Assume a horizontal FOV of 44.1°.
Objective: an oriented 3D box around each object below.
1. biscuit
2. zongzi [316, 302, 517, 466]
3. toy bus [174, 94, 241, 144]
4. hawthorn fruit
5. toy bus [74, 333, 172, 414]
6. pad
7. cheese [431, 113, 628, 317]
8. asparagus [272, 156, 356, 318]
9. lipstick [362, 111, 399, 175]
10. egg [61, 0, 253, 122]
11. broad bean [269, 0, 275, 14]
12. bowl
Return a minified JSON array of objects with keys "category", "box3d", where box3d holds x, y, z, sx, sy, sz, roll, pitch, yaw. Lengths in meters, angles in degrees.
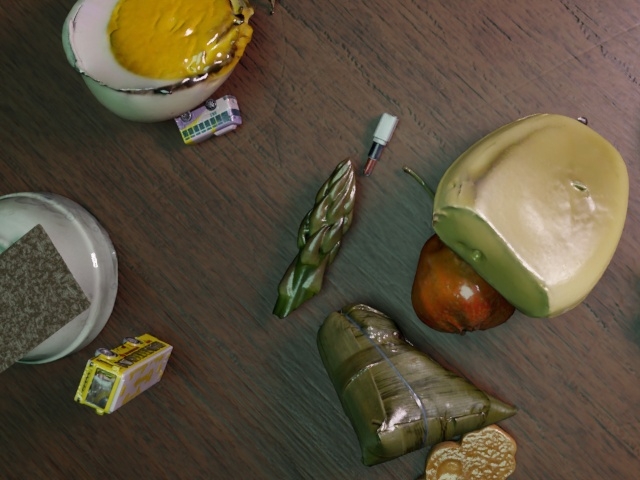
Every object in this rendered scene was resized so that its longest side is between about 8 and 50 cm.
[{"category":"biscuit","box3d":[0.223,0.396,1.258,0.144,0.040,0.236,34,96,2]},{"category":"zongzi","box3d":[0.148,0.200,1.241,0.275,0.125,0.250,-10,57,-25]},{"category":"toy bus","box3d":[-0.184,-0.200,1.318,0.102,0.052,0.058,-21,90,14]},{"category":"hawthorn fruit","box3d":[0.203,0.005,1.218,0.165,0.165,0.285,-17,65,13]},{"category":"toy bus","box3d":[-0.315,0.211,1.273,0.074,0.226,0.081,24,95,7]},{"category":"pad","box3d":[-0.487,0.101,1.258,0.235,0.003,0.158,-36,83,15]},{"category":"cheese","box3d":[0.322,-0.059,1.127,0.259,0.128,0.316,49,59,-4]},{"category":"asparagus","box3d":[0.000,0.000,1.273,0.080,0.080,0.287,22,105,11]},{"category":"lipstick","box3d":[0.093,-0.153,1.273,0.025,0.025,0.107,27,103,11]},{"category":"egg","box3d":[-0.250,-0.308,1.277,0.286,0.174,0.264,-40,71,-14]},{"category":"broad bean","box3d":[-0.086,-0.539,1.275,0.075,0.067,0.324,-9,88,25]},{"category":"bowl","box3d":[-0.521,0.068,1.353,0.307,0.163,0.306,1,94,15]}]
